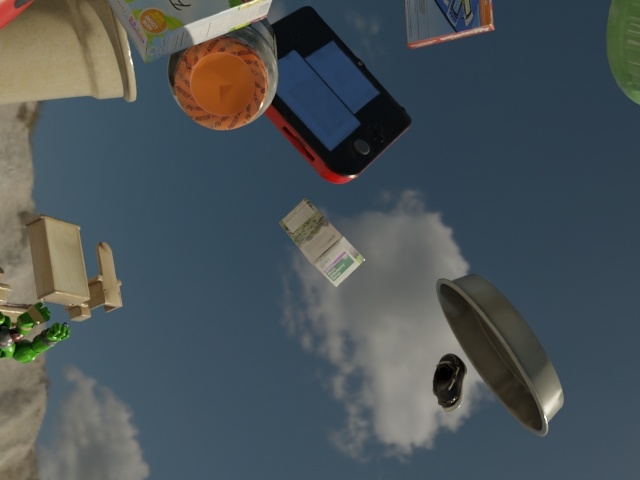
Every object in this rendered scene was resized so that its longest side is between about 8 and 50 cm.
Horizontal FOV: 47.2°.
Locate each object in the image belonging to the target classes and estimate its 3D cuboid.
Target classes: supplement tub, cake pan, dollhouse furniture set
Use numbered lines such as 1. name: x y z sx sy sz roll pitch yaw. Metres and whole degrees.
1. supplement tub: -0.173 -0.322 1.334 0.316 0.193 0.194 -97 -161 -63
2. cake pan: 0.290 0.175 1.184 0.293 0.054 0.293 58 -6 9
3. dollhouse furniture set: -0.662 0.099 1.558 0.355 0.303 0.174 -22 -110 19

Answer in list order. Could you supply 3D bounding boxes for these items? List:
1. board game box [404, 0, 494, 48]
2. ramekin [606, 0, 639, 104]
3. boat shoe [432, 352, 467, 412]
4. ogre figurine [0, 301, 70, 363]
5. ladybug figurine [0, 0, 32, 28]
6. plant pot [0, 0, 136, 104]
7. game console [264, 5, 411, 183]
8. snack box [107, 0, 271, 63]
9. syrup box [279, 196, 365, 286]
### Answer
1. board game box: 0.208 -0.473 1.229 0.145 0.027 0.282 -7 -100 27
2. ramekin: 0.567 -0.308 1.009 0.148 0.303 0.304 -129 -135 -56
3. boat shoe: 0.186 0.200 1.077 0.046 0.125 0.038 -29 -73 26
4. ogre figurine: -0.554 0.159 1.271 0.118 0.197 0.097 -50 -128 32
5. ladybug figurine: -0.385 -0.305 0.694 0.161 0.449 0.305 36 -15 26
6. plant pot: -0.497 -0.354 1.182 0.334 0.305 0.334 162 -90 -73
7. game console: 0.008 -0.340 1.672 0.386 0.342 0.060 48 -38 -3
8. snack box: -0.199 -0.372 1.047 0.175 0.207 0.070 57 -22 8
9. syrup box: 0.000 0.000 1.702 0.093 0.096 0.237 -43 -146 2
